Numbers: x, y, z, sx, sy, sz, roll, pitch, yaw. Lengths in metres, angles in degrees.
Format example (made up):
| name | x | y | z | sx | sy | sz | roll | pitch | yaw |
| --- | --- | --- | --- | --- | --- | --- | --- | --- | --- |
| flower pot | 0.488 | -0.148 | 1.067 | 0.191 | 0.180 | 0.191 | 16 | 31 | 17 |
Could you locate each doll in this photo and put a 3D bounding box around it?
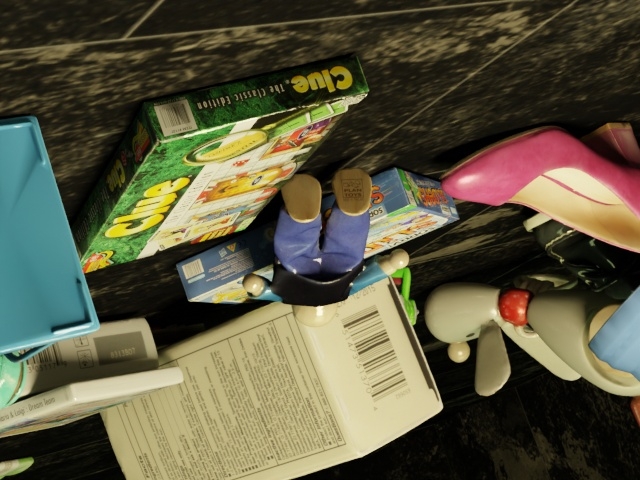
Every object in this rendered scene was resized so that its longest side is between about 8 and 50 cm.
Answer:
| name | x | y | z | sx | sy | sz | roll | pitch | yaw |
| --- | --- | --- | --- | --- | --- | --- | --- | --- | --- |
| doll | 0.004 | 0.015 | 1.262 | 0.129 | 0.046 | 0.189 | -7 | 150 | -10 |

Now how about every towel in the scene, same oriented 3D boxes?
| name | x | y | z | sx | sy | sz | roll | pitch | yaw |
| --- | --- | --- | --- | --- | --- | --- | --- | --- | --- |
| towel | -0.447 | 0.307 | 2.093 | 0.113 | 0.023 | 0.152 | -26 | 168 | 30 |

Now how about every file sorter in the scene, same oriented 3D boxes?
| name | x | y | z | sx | sy | sz | roll | pitch | yaw |
| --- | --- | --- | --- | --- | --- | --- | --- | --- | --- |
| file sorter | -0.223 | 0.018 | 0.846 | 0.170 | 0.118 | 0.104 | -12 | 170 | -37 |

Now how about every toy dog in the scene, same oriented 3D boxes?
| name | x | y | z | sx | sy | sz | roll | pitch | yaw |
| --- | --- | --- | --- | --- | --- | --- | --- | --- | --- |
| toy dog | 0.279 | 0.133 | 1.880 | 0.220 | 0.161 | 0.334 | -3 | -175 | -32 |

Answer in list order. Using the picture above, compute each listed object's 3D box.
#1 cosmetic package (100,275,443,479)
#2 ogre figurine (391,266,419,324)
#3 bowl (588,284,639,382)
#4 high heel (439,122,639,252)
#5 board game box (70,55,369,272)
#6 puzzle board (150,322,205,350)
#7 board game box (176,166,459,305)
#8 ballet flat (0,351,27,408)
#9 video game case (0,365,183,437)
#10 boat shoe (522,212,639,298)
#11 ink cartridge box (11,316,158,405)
| name | x | y | z | sx | sy | sz | roll | pitch | yaw |
| --- | --- | --- | --- | --- | --- | --- | --- | --- | --- |
| cosmetic package | -0.054 | 0.139 | 1.501 | 0.296 | 0.153 | 0.129 | -22 | 179 | 42 |
| ogre figurine | 0.032 | 0.071 | 1.636 | 0.118 | 0.097 | 0.197 | -4 | 156 | 9 |
| bowl | 0.417 | -0.010 | 1.569 | 0.391 | 0.077 | 0.391 | -42 | 169 | -10 |
| high heel | 0.198 | -0.028 | 1.360 | 0.082 | 0.117 | 0.244 | -29 | 166 | 40 |
| board game box | -0.075 | -0.041 | 1.048 | 0.136 | 0.030 | 0.260 | -13 | 167 | -22 |
| puzzle board | -0.185 | 0.101 | 1.592 | 0.096 | 0.011 | 0.128 | -26 | 167 | 34 |
| board game box | 0.000 | 0.000 | 1.361 | 0.201 | 0.035 | 0.136 | -24 | 168 | 19 |
| ballet flat | -0.339 | 0.128 | 1.315 | 0.247 | 0.083 | 0.087 | -28 | 143 | 34 |
| video game case | -0.217 | 0.141 | 1.426 | 0.143 | 0.019 | 0.157 | -21 | 172 | 28 |
| boat shoe | 0.319 | 0.007 | 1.758 | 0.127 | 0.113 | 0.340 | -24 | 168 | 21 |
| ink cartridge box | -0.287 | 0.131 | 1.466 | 0.232 | 0.066 | 0.189 | -18 | 173 | 39 |
